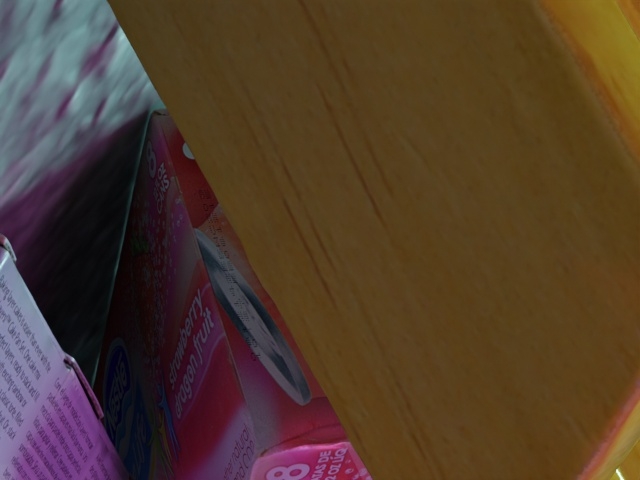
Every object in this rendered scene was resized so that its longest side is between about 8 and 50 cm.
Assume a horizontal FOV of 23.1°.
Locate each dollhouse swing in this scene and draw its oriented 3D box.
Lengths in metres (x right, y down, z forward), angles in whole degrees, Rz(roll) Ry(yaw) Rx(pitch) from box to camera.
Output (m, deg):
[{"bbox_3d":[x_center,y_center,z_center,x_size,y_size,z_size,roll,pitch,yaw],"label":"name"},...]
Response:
[{"bbox_3d":[0.165,-0.133,0.415,0.347,0.315,0.305,-21,168,-46],"label":"dollhouse swing"}]

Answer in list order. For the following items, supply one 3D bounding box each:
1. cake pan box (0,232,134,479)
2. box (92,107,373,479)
[{"bbox_3d":[-0.155,0.135,0.468,0.246,0.070,0.267,-58,167,-18],"label":"cake pan box"},{"bbox_3d":[-0.009,0.089,0.659,0.142,0.154,0.300,-6,146,-20],"label":"box"}]
